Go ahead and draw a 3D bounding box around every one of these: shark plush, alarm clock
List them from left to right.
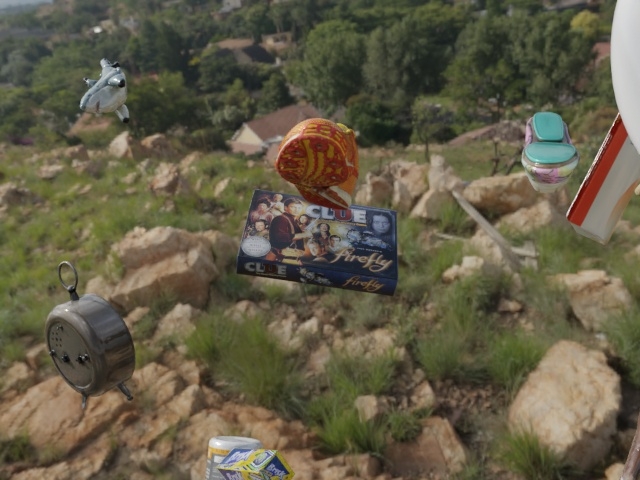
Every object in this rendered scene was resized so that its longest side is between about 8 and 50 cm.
[{"bbox_3d":[-0.308,0.119,0.822,0.129,0.191,0.064,-5,11,39],"label":"alarm clock"},{"bbox_3d":[-0.340,-0.253,0.993,0.067,0.073,0.161,-5,54,-14],"label":"shark plush"}]

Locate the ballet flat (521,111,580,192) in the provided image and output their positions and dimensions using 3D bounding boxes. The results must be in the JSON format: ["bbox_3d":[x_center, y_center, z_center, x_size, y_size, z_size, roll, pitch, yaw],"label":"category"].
[{"bbox_3d":[0.323,-0.116,0.905,0.077,0.079,0.221,5,29,13],"label":"ballet flat"}]

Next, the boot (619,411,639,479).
[{"bbox_3d":[0.406,0.268,0.805,0.037,0.106,0.114,14,35,39],"label":"boot"}]

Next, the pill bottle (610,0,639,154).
[{"bbox_3d":[0.308,-0.117,0.346,0.188,0.187,0.334,14,23,41],"label":"pill bottle"}]

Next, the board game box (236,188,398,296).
[{"bbox_3d":[0.000,0.000,1.014,0.244,0.042,0.165,8,42,-2],"label":"board game box"}]

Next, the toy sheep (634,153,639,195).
[{"bbox_3d":[0.358,-0.059,0.594,0.132,0.091,0.091,39,44,14],"label":"toy sheep"}]

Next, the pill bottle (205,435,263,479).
[{"bbox_3d":[-0.256,0.716,1.828,0.162,0.278,0.162,5,-12,1],"label":"pill bottle"}]

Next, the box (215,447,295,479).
[{"bbox_3d":[-0.122,0.419,1.156,0.054,0.059,0.169,-42,12,-37],"label":"box"}]

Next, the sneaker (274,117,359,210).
[{"bbox_3d":[0.001,-0.074,0.531,0.064,0.067,0.175,12,-7,4],"label":"sneaker"}]

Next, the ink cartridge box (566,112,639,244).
[{"bbox_3d":[0.332,-0.074,0.709,0.045,0.145,0.179,28,7,23],"label":"ink cartridge box"}]
